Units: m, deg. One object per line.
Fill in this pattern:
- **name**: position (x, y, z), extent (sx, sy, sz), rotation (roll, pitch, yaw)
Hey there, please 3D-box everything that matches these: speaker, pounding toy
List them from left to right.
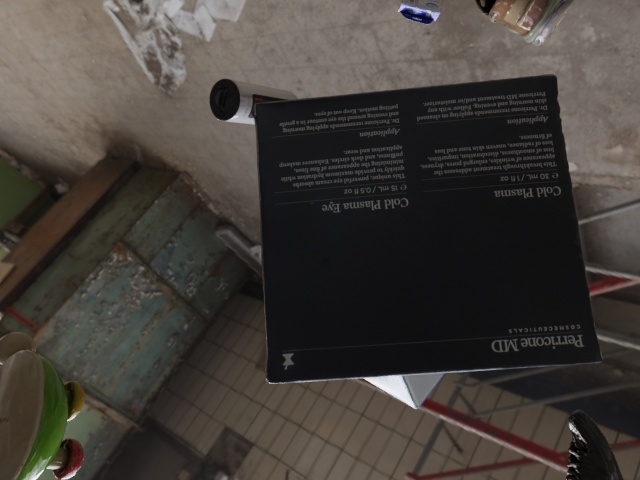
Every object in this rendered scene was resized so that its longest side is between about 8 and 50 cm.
- **pounding toy**: position (-0.380, 0.239, 0.731), extent (0.237, 0.183, 0.110), rotation (17, 172, 45)
- **speaker**: position (-0.089, -0.187, 0.749), extent (0.055, 0.055, 0.136), rotation (22, -163, 28)

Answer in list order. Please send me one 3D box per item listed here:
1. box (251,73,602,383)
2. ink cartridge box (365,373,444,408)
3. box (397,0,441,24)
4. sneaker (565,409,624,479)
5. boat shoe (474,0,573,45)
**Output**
- **box**: position (0.107, -0.001, 0.653), extent (0.343, 0.312, 0.179), rotation (-4, 168, 4)
- **ink cartridge box**: position (0.107, 0.127, 1.006), extent (0.307, 0.223, 0.129), rotation (21, 148, 43)
- **box**: position (0.198, -0.493, 1.075), extent (0.081, 0.136, 0.028), rotation (10, 159, -10)
- **sneaker**: position (0.303, 0.291, 0.627), extent (0.051, 0.089, 0.170), rotation (51, -166, -88)
- **boat shoe**: position (0.330, -0.425, 0.927), extent (0.116, 0.324, 0.123), rotation (24, 116, -5)
